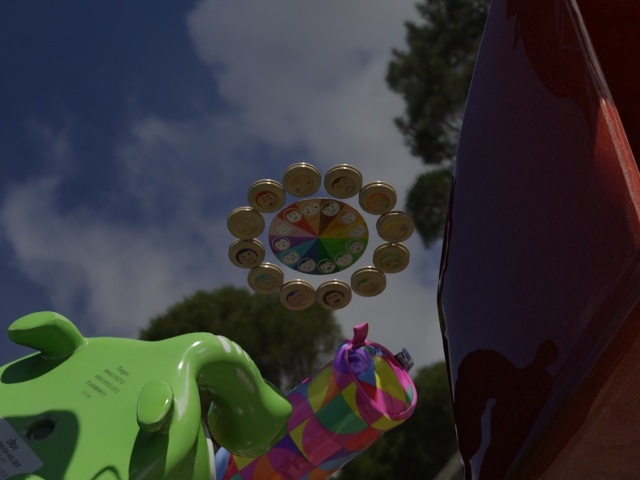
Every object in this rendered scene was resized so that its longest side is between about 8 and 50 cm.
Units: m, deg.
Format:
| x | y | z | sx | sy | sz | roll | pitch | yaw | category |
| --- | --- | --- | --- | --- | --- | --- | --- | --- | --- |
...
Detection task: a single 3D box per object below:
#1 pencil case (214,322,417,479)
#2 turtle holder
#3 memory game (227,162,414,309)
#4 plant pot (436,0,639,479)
| x | y | z | sx | sy | sz | roll | pitch | yaw | category |
| --- | --- | --- | --- | --- | --- | --- | --- | --- | --- |
| -0.007 | 0.186 | 1.193 | 0.104 | 0.104 | 0.236 | 3 | -38 | -49 | pencil case |
| -0.195 | 0.198 | 1.013 | 0.320 | 0.243 | 0.227 | -55 | -39 | -48 | turtle holder |
| 0.000 | 0.000 | 1.167 | 0.186 | 0.012 | 0.186 | 0 | -50 | 0 | memory game |
| 0.190 | 0.027 | 0.591 | 0.267 | 0.267 | 0.235 | 13 | -49 | -15 | plant pot |
